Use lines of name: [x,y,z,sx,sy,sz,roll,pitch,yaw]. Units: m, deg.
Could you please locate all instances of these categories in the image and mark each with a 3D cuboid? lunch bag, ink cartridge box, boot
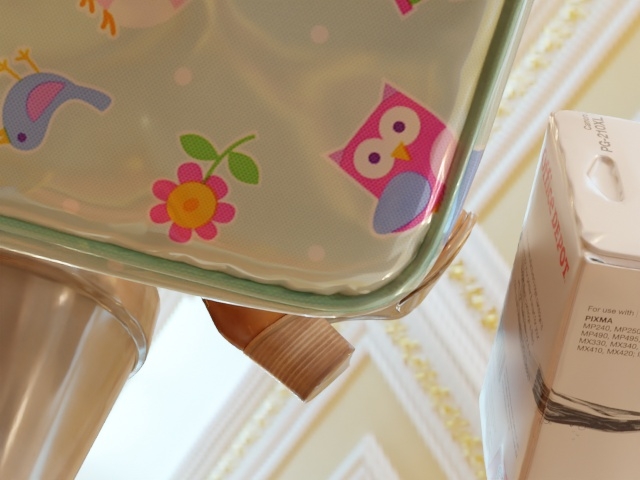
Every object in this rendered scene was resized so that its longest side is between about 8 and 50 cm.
lunch bag: [-0.073,-0.099,0.445,0.279,0.108,0.224,16,-73,0]
ink cartridge box: [0.171,0.065,0.869,0.172,0.100,0.237,-87,-175,-57]
boot: [0.000,0.000,1.391,0.220,0.283,0.109,45,-20,11]

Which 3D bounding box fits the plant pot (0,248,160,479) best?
plant pot: [-0.349,0.155,1.448,0.323,0.323,0.280,-32,-141,45]
